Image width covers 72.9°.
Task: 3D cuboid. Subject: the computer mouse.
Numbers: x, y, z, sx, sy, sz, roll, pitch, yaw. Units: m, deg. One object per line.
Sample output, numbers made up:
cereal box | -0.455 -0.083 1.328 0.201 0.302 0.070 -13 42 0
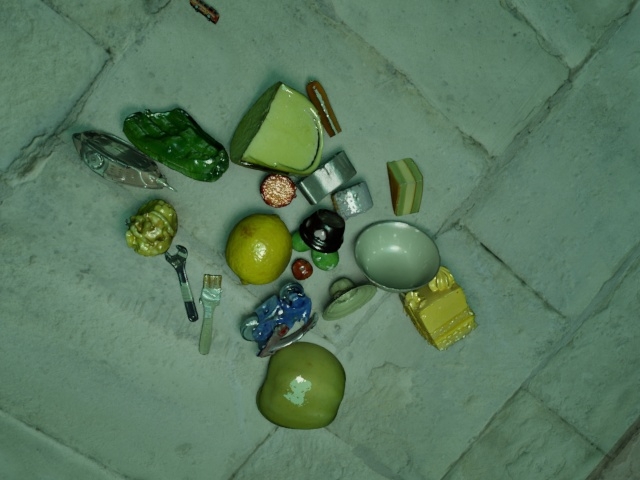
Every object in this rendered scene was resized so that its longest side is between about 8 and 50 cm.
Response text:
computer mouse | -0.690 -0.255 1.532 0.389 0.199 0.115 31 113 -12

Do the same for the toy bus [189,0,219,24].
toy bus | -0.414 -0.827 1.553 0.110 0.031 0.043 34 86 -12

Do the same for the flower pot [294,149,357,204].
flower pot | 0.022 -0.242 1.681 0.229 0.103 0.108 -36 105 -5

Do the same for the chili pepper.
chili pepper | -0.506 -0.334 1.551 0.385 0.213 0.167 31 138 6

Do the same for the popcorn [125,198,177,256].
popcorn | -0.609 -0.045 1.565 0.170 0.189 0.217 19 97 -14

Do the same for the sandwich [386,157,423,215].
sandwich | 0.341 -0.217 1.784 0.117 0.144 0.187 -11 136 -7

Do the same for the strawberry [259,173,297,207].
strawberry | -0.164 -0.194 1.667 0.145 0.086 0.145 -1 98 -7

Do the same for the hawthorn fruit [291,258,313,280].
hawthorn fruit | -0.075 0.114 1.739 0.093 0.093 0.093 -1 99 -9

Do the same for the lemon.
lemon | -0.229 0.032 1.614 0.268 0.267 0.267 -1 99 -9

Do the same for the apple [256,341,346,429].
apple | -0.065 0.620 1.815 0.361 0.311 0.320 18 140 -10

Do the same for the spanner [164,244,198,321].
spanner | -0.537 0.174 1.700 0.087 0.024 0.315 -11 102 -6

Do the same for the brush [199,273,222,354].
brush | -0.447 0.300 1.734 0.086 0.020 0.336 6 98 -10

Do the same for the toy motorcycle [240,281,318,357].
toy motorcycle | -0.158 0.309 1.730 0.319 0.241 0.182 -41 63 5

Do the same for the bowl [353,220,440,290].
bowl | 0.293 0.097 1.724 0.338 0.337 0.157 -8 141 -8

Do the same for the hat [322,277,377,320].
hat | 0.097 0.212 1.754 0.252 0.252 0.110 -29 62 -4

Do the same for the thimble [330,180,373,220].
thimble | 0.125 -0.155 1.699 0.152 0.127 0.117 -22 101 0

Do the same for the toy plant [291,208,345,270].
toy plant | 0.000 0.000 1.690 0.218 0.175 0.235 28 128 -5

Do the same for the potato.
potato | -0.149 -0.367 1.604 0.280 0.213 0.330 27 84 -30

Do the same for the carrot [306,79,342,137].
carrot | 0.010 -0.506 1.656 0.067 0.067 0.225 -28 104 -4

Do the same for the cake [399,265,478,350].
cake | 0.469 0.259 1.777 0.228 0.222 0.286 -33 103 -5
